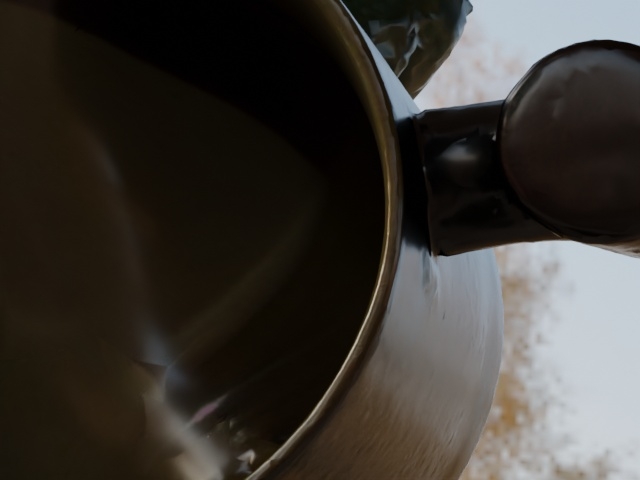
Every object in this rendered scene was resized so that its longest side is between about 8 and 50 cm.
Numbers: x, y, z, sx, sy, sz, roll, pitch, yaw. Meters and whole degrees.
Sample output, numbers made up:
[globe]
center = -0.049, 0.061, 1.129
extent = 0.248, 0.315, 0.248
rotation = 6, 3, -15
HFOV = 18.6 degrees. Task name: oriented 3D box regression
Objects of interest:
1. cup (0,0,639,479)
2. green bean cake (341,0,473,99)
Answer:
[cup]
center = -0.012, -0.012, 0.461
extent = 0.239, 0.166, 0.177
rotation = -32, -13, 1
[green bean cake]
center = -0.115, -0.140, 0.958
extent = 0.308, 0.300, 0.169
rotation = -30, -15, -46
